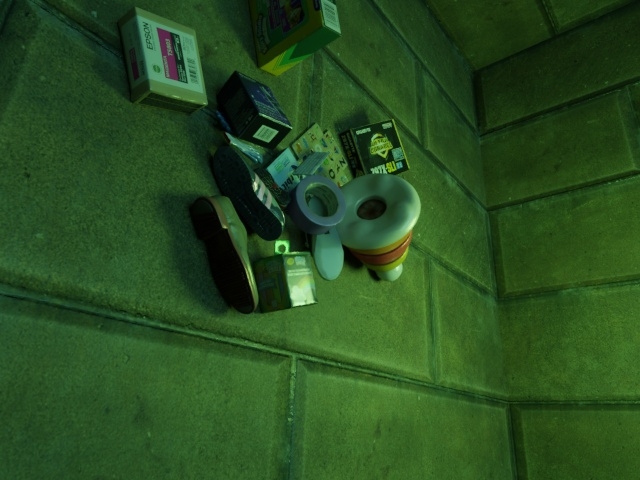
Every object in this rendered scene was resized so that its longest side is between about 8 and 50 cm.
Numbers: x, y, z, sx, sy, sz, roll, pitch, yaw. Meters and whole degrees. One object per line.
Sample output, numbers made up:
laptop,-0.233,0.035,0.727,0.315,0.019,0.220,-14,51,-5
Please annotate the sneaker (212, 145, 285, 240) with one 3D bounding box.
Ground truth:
sneaker,-0.218,-0.148,1.422,0.318,0.112,0.131,61,13,-13

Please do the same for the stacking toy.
stacking toy,0.238,0.002,1.828,0.479,0.351,0.350,65,31,-50

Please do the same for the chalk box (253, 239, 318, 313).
chalk box,-0.112,0.106,1.421,0.132,0.132,0.212,1,76,-51

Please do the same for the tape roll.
tape roll,-0.014,-0.120,1.548,0.189,0.080,0.188,13,62,-25

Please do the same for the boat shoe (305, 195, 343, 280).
boat shoe,-0.004,0.000,1.620,0.113,0.105,0.306,-8,73,-25

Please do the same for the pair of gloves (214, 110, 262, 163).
pair of gloves,-0.248,-0.316,1.414,0.159,0.023,0.198,25,29,-53

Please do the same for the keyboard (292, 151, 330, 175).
keyboard,-0.030,-0.281,1.659,0.256,0.072,0.014,-60,146,-58

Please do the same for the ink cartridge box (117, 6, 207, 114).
ink cartridge box,-0.426,-0.483,1.258,0.193,0.088,0.234,-6,83,-54

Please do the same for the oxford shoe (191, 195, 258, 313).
oxford shoe,-0.236,0.032,1.296,0.130,0.123,0.347,-26,100,-59

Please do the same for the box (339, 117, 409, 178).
box,0.252,-0.397,2.078,0.322,0.079,0.256,-25,99,-42

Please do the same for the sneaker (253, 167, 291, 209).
sneaker,-0.169,-0.163,1.510,0.161,0.075,0.057,45,52,5

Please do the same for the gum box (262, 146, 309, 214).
gum box,-0.114,-0.207,1.604,0.184,0.041,0.157,57,40,-22

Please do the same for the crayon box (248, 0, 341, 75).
crayon box,-0.104,-0.818,1.608,0.106,0.313,0.362,1,77,-49

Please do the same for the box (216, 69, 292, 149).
box,-0.207,-0.404,1.437,0.153,0.108,0.207,8,47,-52

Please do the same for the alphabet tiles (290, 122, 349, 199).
alphabet tiles,0.005,-0.297,1.819,0.285,0.011,0.342,59,39,-21
